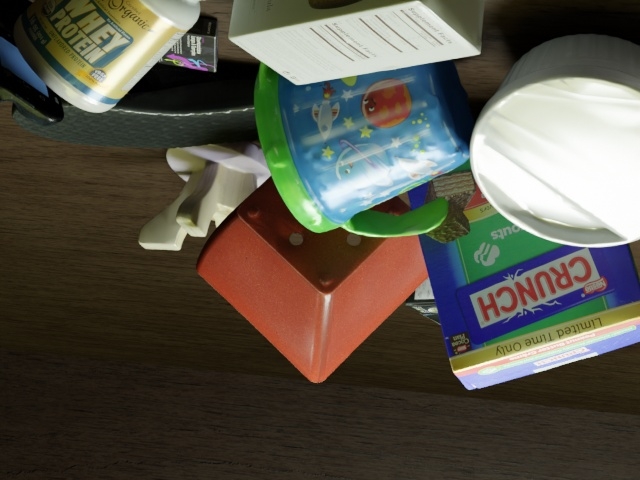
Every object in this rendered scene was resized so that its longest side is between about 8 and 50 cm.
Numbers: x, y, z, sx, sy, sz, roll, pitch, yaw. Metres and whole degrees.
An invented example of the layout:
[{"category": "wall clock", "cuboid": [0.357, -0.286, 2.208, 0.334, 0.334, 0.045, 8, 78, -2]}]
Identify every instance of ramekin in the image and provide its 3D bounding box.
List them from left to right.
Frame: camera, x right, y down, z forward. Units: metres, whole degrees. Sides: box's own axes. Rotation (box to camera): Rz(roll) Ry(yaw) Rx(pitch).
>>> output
[{"category": "ramekin", "cuboid": [0.325, -0.129, 1.704, 0.273, 0.127, 0.273, 11, 135, 11]}]

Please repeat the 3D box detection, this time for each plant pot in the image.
[{"category": "plant pot", "cuboid": [0.000, 0.000, 2.019, 0.267, 0.267, 0.236, 43, 162, 11]}]

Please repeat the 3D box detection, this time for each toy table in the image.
[{"category": "toy table", "cuboid": [-0.161, -0.058, 2.256, 0.252, 0.161, 0.274, -2, 160, 29]}]

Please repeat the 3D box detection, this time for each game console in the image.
[{"category": "game console", "cuboid": [-0.345, -0.220, 1.630, 0.213, 0.044, 0.361, 25, -162, -26]}]

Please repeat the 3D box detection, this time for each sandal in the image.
[{"category": "sandal", "cuboid": [-0.202, -0.201, 1.948, 0.445, 0.107, 0.167, -2, 163, -8]}]

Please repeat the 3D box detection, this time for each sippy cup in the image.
[{"category": "sippy cup", "cuboid": [0.067, -0.149, 1.756, 0.224, 0.240, 0.305, -15, 161, 20]}]

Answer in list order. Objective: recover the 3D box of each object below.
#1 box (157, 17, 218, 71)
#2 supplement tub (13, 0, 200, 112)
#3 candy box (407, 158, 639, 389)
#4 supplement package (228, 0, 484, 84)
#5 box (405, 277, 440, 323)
[{"category": "box", "cuboid": [-0.214, -0.266, 1.828, 0.162, 0.029, 0.116, 10, 164, -2]}, {"category": "supplement tub", "cuboid": [-0.225, -0.255, 1.541, 0.199, 0.144, 0.144, -43, 141, 16]}, {"category": "candy box", "cuboid": [0.275, 0.009, 1.878, 0.268, 0.317, 0.122, -18, 159, 14]}, {"category": "supplement package", "cuboid": [0.043, -0.269, 1.506, 0.244, 0.139, 0.134, -6, 159, 35]}, {"category": "box", "cuboid": [0.221, 0.044, 2.365, 0.077, 0.180, 0.147, -3, 159, 33]}]
